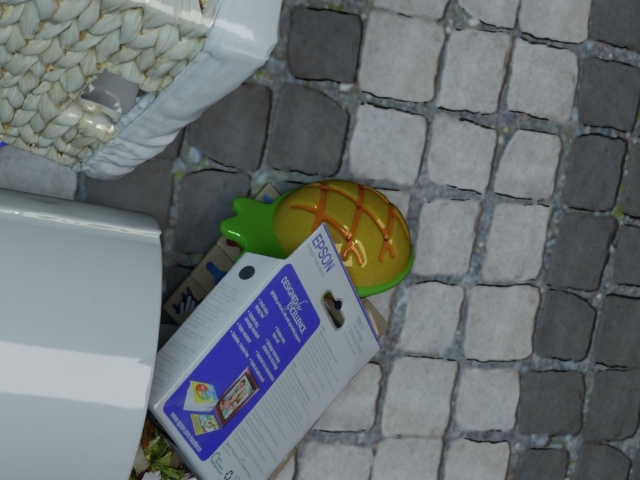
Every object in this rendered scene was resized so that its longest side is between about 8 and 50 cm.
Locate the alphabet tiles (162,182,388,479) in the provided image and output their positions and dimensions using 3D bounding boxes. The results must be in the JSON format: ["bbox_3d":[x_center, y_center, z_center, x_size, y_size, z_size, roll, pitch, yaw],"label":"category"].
[{"bbox_3d":[-0.058,0.099,1.220,0.198,0.009,0.237,50,64,-25],"label":"alphabet tiles"}]

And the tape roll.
[{"bbox_3d":[-0.231,0.084,1.018,0.169,0.246,0.246,9,96,-17],"label":"tape roll"}]

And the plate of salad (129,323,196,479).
[{"bbox_3d":[-0.150,0.174,1.198,0.200,0.048,0.199,-5,101,-25],"label":"plate of salad"}]

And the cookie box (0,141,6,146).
[{"bbox_3d":[-0.307,-0.081,1.047,0.107,0.092,0.040,-28,115,-19],"label":"cookie box"}]

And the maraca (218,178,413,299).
[{"bbox_3d":[0.000,0.000,1.192,0.186,0.127,0.099,-4,139,-29],"label":"maraca"}]

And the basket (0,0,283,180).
[{"bbox_3d":[-0.184,-0.251,0.905,0.267,0.328,0.331,14,73,-23],"label":"basket"}]

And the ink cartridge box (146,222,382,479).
[{"bbox_3d":[-0.048,0.107,1.130,0.208,0.045,0.206,-47,144,-17],"label":"ink cartridge box"}]
